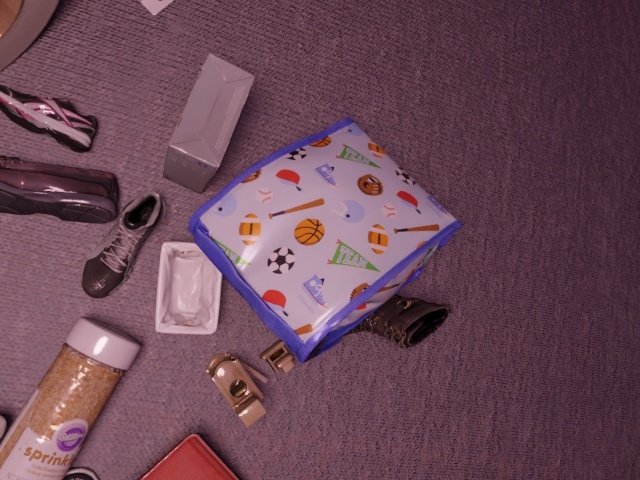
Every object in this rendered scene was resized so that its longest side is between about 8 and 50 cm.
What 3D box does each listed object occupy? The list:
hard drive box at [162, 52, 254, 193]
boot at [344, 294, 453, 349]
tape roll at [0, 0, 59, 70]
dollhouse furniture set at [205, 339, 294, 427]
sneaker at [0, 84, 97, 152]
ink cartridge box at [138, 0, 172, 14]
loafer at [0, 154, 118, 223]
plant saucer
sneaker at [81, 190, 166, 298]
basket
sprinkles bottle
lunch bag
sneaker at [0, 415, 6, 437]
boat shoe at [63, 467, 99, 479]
[{"bbox_3d":[-0.216,-0.205,0.906,0.089,0.232,0.181,23,76,-16],"label":"hard drive box"},{"bbox_3d":[0.105,0.165,0.979,0.263,0.229,0.091,-28,112,-22],"label":"boot"},{"bbox_3d":[-0.551,-0.359,0.716,0.072,0.392,0.392,45,71,-10],"label":"tape roll"},{"bbox_3d":[-0.121,0.240,0.918,0.161,0.182,0.101,-36,97,-20],"label":"dollhouse furniture set"},{"bbox_3d":[-0.505,-0.237,0.899,0.178,0.072,0.077,30,62,-23],"label":"sneaker"},{"bbox_3d":[-0.371,-0.568,0.980,0.181,0.061,0.104,43,72,-11],"label":"ink cartridge box"},{"bbox_3d":[-0.522,-0.102,0.863,0.302,0.109,0.095,10,61,-25],"label":"loafer"},{"bbox_3d":[-0.267,0.504,0.869,0.258,0.047,0.259,-40,119,-20],"label":"plant saucer"},{"bbox_3d":[-0.364,-0.001,0.881,0.086,0.132,0.229,31,74,-15],"label":"sneaker"},{"bbox_3d":[-0.255,0.092,0.927,0.113,0.103,0.167,6,81,-20],"label":"basket"},{"bbox_3d":[-0.451,0.312,0.820,0.121,0.121,0.355,31,75,-15],"label":"sprinkles bottle"},{"bbox_3d":[0.000,0.000,0.897,0.385,0.239,0.328,-33,69,-35],"label":"lunch bag"},{"bbox_3d":[-0.664,0.284,0.758,0.330,0.146,0.122,18,104,4],"label":"sneaker"},{"bbox_3d":[-0.417,0.554,0.819,0.114,0.091,0.303,-5,86,-21],"label":"boat shoe"}]
